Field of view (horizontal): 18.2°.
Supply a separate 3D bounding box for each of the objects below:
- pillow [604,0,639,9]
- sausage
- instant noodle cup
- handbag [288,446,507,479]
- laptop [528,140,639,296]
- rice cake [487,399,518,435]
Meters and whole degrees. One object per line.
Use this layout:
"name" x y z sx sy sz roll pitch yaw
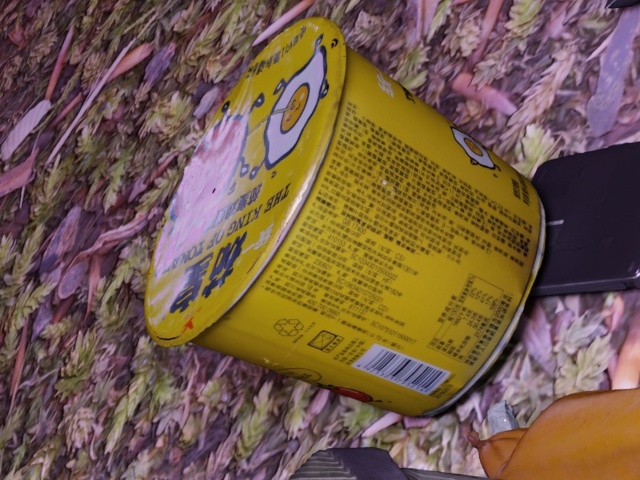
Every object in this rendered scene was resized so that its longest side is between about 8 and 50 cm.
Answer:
"pillow" 0.326 -0.274 1.856 0.150 0.048 0.090 -31 39 43
"sausage" 0.223 0.162 1.499 0.328 0.112 0.112 -12 51 54
"instant noodle cup" 0.029 -0.002 1.782 0.325 0.254 0.325 -50 24 32
"handbag" 0.098 0.288 1.352 0.340 0.247 0.240 4 43 20
"laptop" 0.239 -0.021 1.749 0.207 0.026 0.154 -7 55 56
"rice cake" 0.159 0.179 1.669 0.022 0.021 0.121 -34 33 18
